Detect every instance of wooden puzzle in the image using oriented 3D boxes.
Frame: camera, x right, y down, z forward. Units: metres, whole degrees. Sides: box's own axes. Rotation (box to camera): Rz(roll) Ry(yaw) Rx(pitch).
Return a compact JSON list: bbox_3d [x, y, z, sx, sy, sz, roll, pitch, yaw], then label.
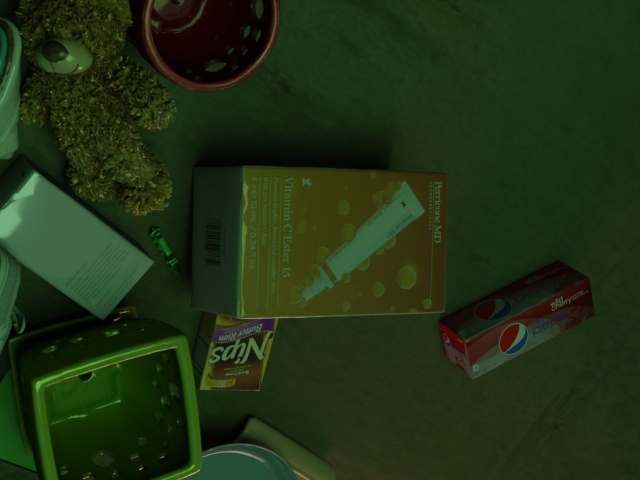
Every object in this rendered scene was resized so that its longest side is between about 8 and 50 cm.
[{"bbox_3d":[-0.114,0.431,2.118,0.221,0.044,0.238,38,85,-35],"label":"wooden puzzle"}]

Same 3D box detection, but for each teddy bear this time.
[{"bbox_3d":[-0.296,-0.168,1.641,0.113,0.245,0.338,-43,157,-35],"label":"teddy bear"}]

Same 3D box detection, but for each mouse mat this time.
[{"bbox_3d":[-0.417,0.271,1.895,0.190,0.007,0.152,30,94,-34],"label":"mouse mat"}]

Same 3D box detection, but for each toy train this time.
[{"bbox_3d":[-0.227,0.015,1.878,0.017,0.024,0.083,-34,124,-12],"label":"toy train"}]

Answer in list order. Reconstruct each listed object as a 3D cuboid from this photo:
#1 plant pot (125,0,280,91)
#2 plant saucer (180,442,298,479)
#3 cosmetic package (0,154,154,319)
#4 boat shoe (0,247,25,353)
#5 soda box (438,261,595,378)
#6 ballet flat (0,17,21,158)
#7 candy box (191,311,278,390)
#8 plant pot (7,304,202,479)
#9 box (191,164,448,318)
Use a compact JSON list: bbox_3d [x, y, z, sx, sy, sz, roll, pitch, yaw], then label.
[{"bbox_3d":[-0.172,-0.307,1.675,0.191,0.174,0.191,-12,117,-25],"label":"plant pot"},{"bbox_3d":[-0.169,0.464,2.032,0.318,0.044,0.317,-12,112,-32],"label":"plant saucer"},{"bbox_3d":[-0.356,-0.002,1.763,0.117,0.085,0.231,-49,123,-2],"label":"cosmetic package"},{"bbox_3d":[-0.470,0.139,1.732,0.103,0.118,0.320,0,123,-44],"label":"boat shoe"},{"bbox_3d":[0.342,0.134,2.209,0.263,0.092,0.083,-25,120,-18],"label":"soda box"},{"bbox_3d":[-0.471,-0.101,1.643,0.139,0.139,0.400,26,101,-35],"label":"ballet flat"},{"bbox_3d":[-0.128,0.139,1.972,0.109,0.053,0.186,5,110,-31],"label":"candy box"},{"bbox_3d":[-0.315,0.223,1.801,0.228,0.207,0.227,-15,114,-25],"label":"plant pot"},{"bbox_3d":[0.000,0.000,1.879,0.345,0.168,0.214,0,93,-30],"label":"box"}]
